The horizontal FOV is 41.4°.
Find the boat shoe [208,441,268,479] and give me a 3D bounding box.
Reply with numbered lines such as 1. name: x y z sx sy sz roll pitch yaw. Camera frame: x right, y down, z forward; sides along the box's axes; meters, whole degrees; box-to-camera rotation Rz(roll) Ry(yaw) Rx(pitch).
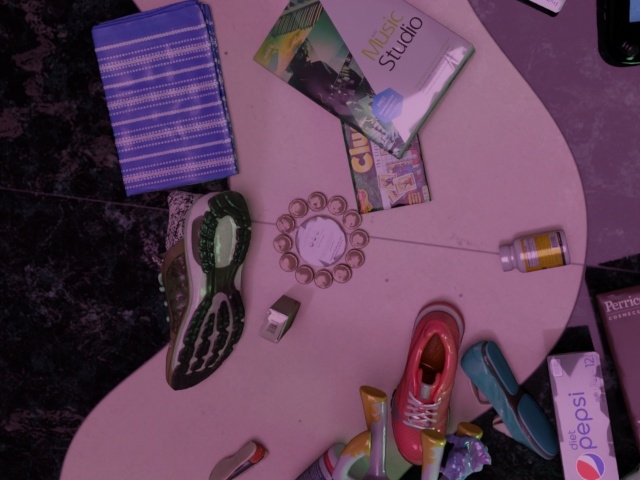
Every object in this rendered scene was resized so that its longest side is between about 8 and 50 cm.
1. boat shoe: -0.166 0.452 1.693 0.137 0.049 0.043 -40 128 15

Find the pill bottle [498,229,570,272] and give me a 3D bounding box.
1. pill bottle: 0.377 0.022 1.497 0.116 0.065 0.065 -11 97 14

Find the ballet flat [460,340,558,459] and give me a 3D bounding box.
1. ballet flat: 0.338 0.297 1.551 0.087 0.083 0.247 -32 91 39

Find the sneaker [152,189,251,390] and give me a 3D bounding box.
1. sneaker: -0.249 0.085 1.630 0.182 0.158 0.411 23 107 40

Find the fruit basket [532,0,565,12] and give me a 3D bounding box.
1. fruit basket: 0.322 -0.598 1.361 0.327 0.165 0.353 28 107 6

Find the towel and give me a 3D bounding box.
1. towel: -0.296 -0.267 1.608 0.243 0.040 0.336 -9 97 14

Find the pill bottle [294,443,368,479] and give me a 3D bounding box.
1. pill bottle: 0.001 0.486 1.629 0.108 0.108 0.180 46 105 2

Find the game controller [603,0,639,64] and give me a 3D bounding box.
1. game controller: 0.539 -0.443 1.348 0.166 0.067 0.319 -3 115 8

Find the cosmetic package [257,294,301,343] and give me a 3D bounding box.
1. cosmetic package: -0.076 0.146 1.587 0.041 0.115 0.060 25 104 6

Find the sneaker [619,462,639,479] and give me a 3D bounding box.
1. sneaker: 0.616 0.386 1.497 0.237 0.085 0.086 -33 84 13

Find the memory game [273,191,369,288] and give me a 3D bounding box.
1. memory game: 0.000 0.000 1.601 0.186 0.012 0.186 2 99 11

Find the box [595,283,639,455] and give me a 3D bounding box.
1. box: 0.599 0.252 1.400 0.191 0.143 0.382 -16 78 16

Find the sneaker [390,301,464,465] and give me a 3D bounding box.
1. sneaker: 0.184 0.272 1.541 0.115 0.136 0.314 10 101 11

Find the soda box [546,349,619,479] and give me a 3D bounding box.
1. soda box: 0.459 0.338 1.478 0.091 0.098 0.286 -8 82 13

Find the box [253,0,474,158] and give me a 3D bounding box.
1. box: 0.072 -0.326 1.485 0.322 0.058 0.232 35 98 11

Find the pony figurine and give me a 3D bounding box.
1. pony figurine: 0.157 0.480 1.484 0.350 0.303 0.364 19 105 6

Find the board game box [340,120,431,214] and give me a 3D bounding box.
1. board game box: 0.110 -0.185 1.537 0.136 0.030 0.260 -11 95 15
